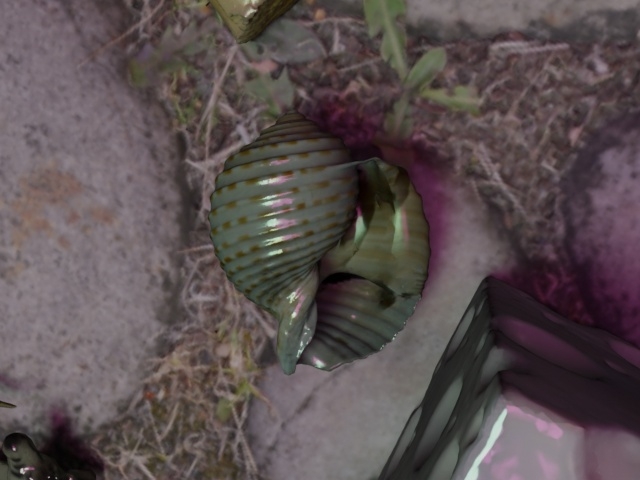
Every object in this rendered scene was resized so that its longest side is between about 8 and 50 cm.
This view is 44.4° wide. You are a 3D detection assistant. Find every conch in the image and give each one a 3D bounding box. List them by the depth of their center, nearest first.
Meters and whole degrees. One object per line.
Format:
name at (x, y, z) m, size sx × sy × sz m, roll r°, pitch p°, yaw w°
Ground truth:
conch at (-0.001, -0.005, 0.496) m, size 0.135 × 0.102 × 0.153 m, roll -8°, pitch 120°, yaw -5°

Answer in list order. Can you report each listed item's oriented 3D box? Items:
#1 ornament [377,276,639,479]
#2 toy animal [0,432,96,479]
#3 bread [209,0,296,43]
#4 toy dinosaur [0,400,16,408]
ornament at (0.147, 0.194, 0.430) m, size 0.240 × 0.239 × 0.240 m, roll 26°, pitch 102°, yaw 5°
toy animal at (-0.286, 0.225, 0.586) m, size 0.176 × 0.073 × 0.217 m, roll 24°, pitch 87°, yaw 12°
bread at (-0.053, -0.236, 0.487) m, size 0.139 × 0.060 × 0.178 m, roll -37°, pitch 91°, yaw 13°
toy dinosaur at (-0.303, 0.088, 0.596) m, size 0.180 × 0.037 × 0.058 m, roll 32°, pitch 108°, yaw 4°
